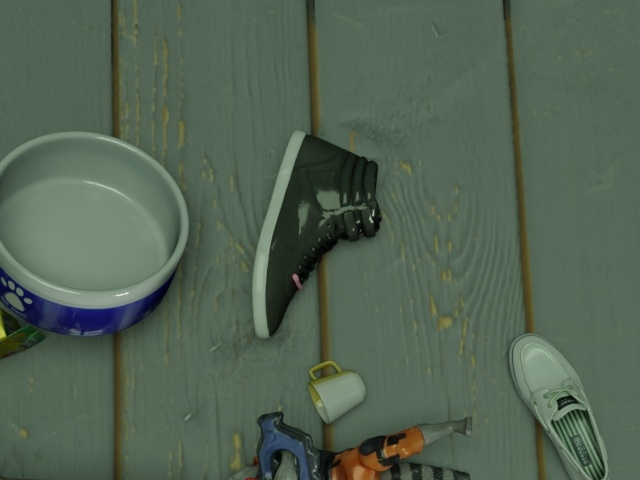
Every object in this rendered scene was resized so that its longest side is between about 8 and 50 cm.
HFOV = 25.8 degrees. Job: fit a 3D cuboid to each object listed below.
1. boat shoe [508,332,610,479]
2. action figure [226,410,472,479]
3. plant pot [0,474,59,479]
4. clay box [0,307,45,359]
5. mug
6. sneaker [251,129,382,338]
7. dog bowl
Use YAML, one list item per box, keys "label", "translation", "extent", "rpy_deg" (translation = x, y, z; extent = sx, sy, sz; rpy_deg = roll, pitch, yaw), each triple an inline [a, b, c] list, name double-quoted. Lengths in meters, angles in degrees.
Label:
- label: "boat shoe"
  translation: [0.325, 0.220, 1.849]
  extent: [0.083, 0.076, 0.226]
  rpy_deg: [-29, 79, -6]
- label: "action figure"
  translation: [0.027, 0.363, 1.808]
  extent: [0.330, 0.178, 0.341]
  rpy_deg: [2, 105, 7]
- label: "plant pot"
  translation: [-0.291, 0.420, 1.704]
  extent: [0.305, 0.334, 0.334]
  rpy_deg: [-4, 77, -12]
- label: "clay box"
  translation: [-0.481, 0.143, 1.840]
  extent: [0.222, 0.127, 0.053]
  rpy_deg: [-22, 79, -5]
- label: "mug"
  translation: [0.022, 0.197, 1.864]
  extent: [0.064, 0.062, 0.078]
  rpy_deg: [-24, 85, -13]
- label: "sneaker"
  translation: [0.000, 0.000, 1.881]
  extent: [0.147, 0.104, 0.295]
  rpy_deg: [12, 74, 8]
- label: "dog bowl"
  translation: [-0.311, -0.010, 1.829]
  extent: [0.265, 0.104, 0.265]
  rpy_deg: [10, 52, -13]
